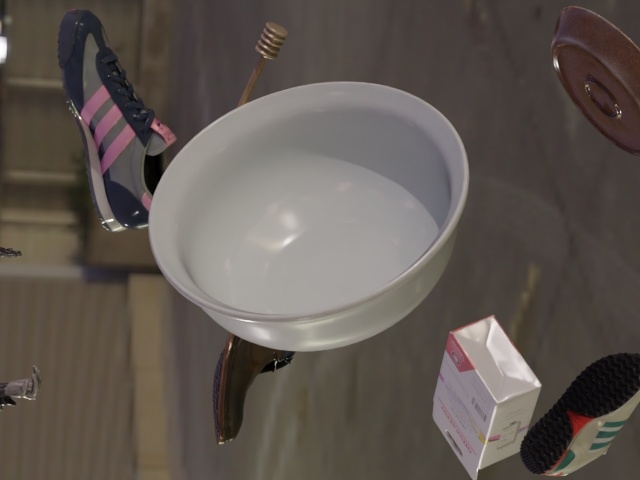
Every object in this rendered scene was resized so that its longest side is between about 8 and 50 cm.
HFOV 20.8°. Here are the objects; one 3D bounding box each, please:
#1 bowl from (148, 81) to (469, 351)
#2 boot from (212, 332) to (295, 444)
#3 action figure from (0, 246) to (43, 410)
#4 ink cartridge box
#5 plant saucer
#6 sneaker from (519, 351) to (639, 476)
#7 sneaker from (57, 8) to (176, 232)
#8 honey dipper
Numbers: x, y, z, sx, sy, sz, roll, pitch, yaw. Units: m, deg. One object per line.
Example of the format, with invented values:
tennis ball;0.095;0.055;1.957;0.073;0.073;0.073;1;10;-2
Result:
bowl;0.000;0.000;1.602;0.298;0.298;0.134;-97;-7;-45
boot;-0.067;0.137;2.049;0.082;0.106;0.219;120;157;-69
action figure;-0.391;0.146;1.907;0.164;0.141;0.275;-22;-59;-74
ink cartridge box;0.200;0.197;2.138;0.115;0.067;0.198;58;158;30
plant saucer;0.259;-0.133;1.550;0.168;0.029;0.168;49;169;12
sneaker;0.270;0.173;1.713;0.161;0.075;0.057;-46;55;14
sneaker;-0.263;-0.170;2.390;0.112;0.131;0.319;-50;-51;-60
honey dipper;-0.086;-0.194;2.166;0.030;0.030;0.160;-105;38;-61
